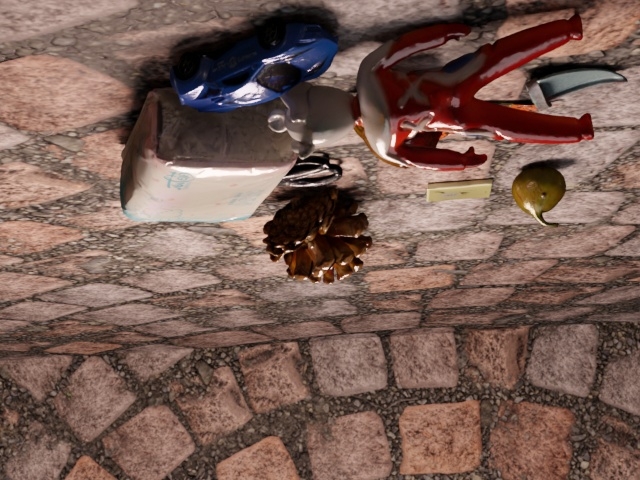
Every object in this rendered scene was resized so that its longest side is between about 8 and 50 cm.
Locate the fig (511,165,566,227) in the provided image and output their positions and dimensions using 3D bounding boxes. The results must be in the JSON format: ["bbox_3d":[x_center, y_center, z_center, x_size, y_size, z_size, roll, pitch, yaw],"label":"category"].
[{"bbox_3d":[0.354,-0.072,1.873,0.084,0.098,0.082,11,165,-9],"label":"fig"}]

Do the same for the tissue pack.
[{"bbox_3d":[-0.155,-0.110,1.547,0.202,0.124,0.271,-3,166,-18],"label":"tissue pack"}]

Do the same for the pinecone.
[{"bbox_3d":[-0.001,-0.004,1.956,0.179,0.149,0.195,-19,163,30],"label":"pinecone"}]

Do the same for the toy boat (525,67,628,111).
[{"bbox_3d":[0.331,-0.207,1.486,0.122,0.034,0.096,-18,162,18],"label":"toy boat"}]

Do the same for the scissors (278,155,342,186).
[{"bbox_3d":[-0.107,-0.091,1.835,0.300,0.022,0.109,-11,160,29],"label":"scissors"}]

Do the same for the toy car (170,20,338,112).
[{"bbox_3d":[-0.075,-0.196,1.335,0.216,0.063,0.103,-13,163,32],"label":"toy car"}]

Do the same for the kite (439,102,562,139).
[{"bbox_3d":[0.211,-0.176,1.604,0.222,0.008,0.125,-14,162,37],"label":"kite"}]

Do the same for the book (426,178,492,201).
[{"bbox_3d":[0.236,-0.084,1.963,0.111,0.014,0.077,-5,166,2],"label":"book"}]

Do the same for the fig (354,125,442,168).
[{"bbox_3d":[0.096,-0.165,1.490,0.119,0.153,0.119,-26,145,-20],"label":"fig"}]

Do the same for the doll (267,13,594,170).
[{"bbox_3d":[0.124,-0.163,1.358,0.384,0.188,0.099,-7,-153,8],"label":"doll"}]
